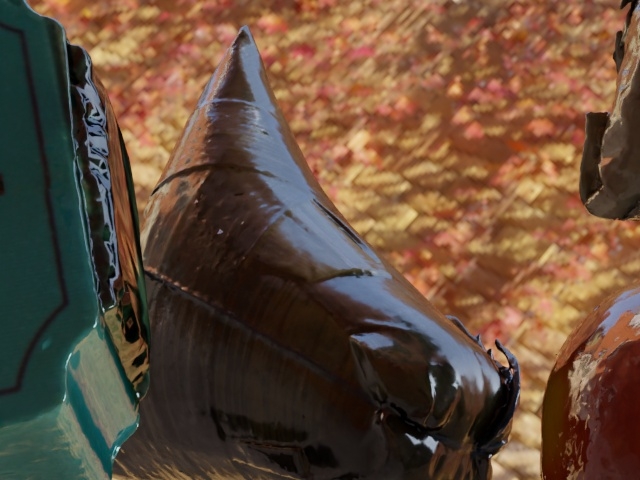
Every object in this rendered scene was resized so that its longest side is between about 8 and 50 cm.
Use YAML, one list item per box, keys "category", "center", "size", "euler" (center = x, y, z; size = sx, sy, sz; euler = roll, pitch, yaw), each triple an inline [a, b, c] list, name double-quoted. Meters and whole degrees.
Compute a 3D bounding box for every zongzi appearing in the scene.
- category: "zongzi"
  center: [0.000, 0.000, 1.105]
  size: [0.208, 0.432, 0.403]
  euler: [26, -18, -39]

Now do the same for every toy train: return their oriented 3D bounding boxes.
- category: "toy train"
  center: [-0.138, 0.005, 0.459]
  size: [0.107, 0.154, 0.198]
  euler: [88, -9, -62]

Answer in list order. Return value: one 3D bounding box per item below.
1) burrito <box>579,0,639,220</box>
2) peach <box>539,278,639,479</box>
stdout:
- category: "burrito"
  center: [0.259, -0.166, 0.833]
  size: [0.175, 0.347, 0.107]
  euler: [18, -6, -26]
- category: "peach"
  center: [0.256, 0.142, 0.816]
  size: [0.238, 0.281, 0.281]
  euler: [-36, -77, 26]
